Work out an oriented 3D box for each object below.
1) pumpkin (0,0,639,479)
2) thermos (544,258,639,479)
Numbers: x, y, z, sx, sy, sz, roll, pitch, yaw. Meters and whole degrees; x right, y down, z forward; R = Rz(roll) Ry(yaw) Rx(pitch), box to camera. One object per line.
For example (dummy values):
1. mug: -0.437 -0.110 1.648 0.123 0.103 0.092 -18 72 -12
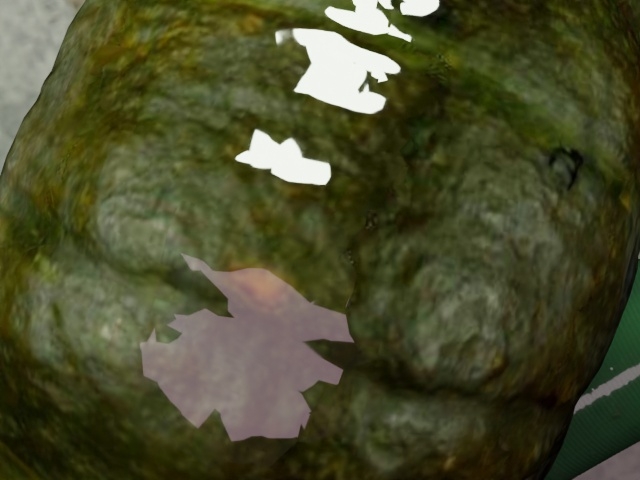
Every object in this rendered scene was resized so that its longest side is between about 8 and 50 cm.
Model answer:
1. pumpkin: 0.000 0.000 0.456 0.192 0.320 0.320 22 112 5
2. thermos: 0.141 0.044 0.570 0.188 0.083 0.073 -33 122 20
